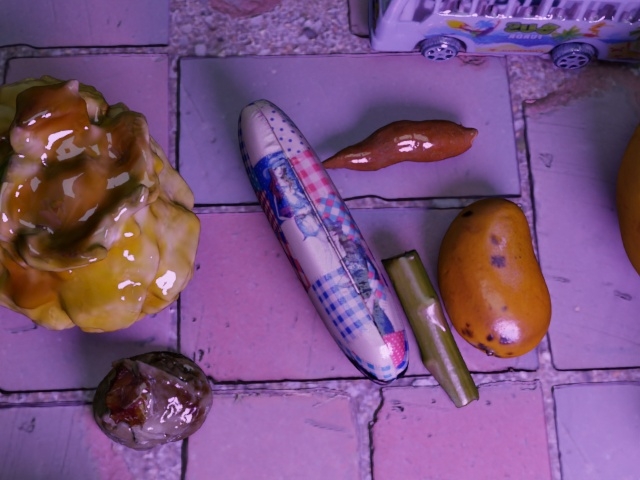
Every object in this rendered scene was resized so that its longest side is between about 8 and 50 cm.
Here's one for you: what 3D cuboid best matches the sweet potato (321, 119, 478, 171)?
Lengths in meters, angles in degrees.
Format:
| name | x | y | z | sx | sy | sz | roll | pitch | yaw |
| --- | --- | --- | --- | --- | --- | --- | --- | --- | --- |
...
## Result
| name | x | y | z | sx | sy | sz | roll | pitch | yaw |
| --- | --- | --- | --- | --- | --- | --- | --- | --- | --- |
| sweet potato | 0.083 | -0.106 | 0.999 | 0.195 | 0.056 | 0.056 | -12 | 75 | -1 |

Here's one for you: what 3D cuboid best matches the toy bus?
| name | x | y | z | sx | sy | sz | roll | pitch | yaw |
| --- | --- | --- | --- | --- | --- | --- | --- | --- | --- |
| toy bus | 0.223 | -0.274 | 1.005 | 0.330 | 0.136 | 0.109 | 2 | 72 | -3 |

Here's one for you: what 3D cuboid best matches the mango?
| name | x | y | z | sx | sy | sz | roll | pitch | yaw |
| --- | --- | --- | --- | --- | --- | --- | --- | --- | --- |
| mango | 0.181 | 0.038 | 0.942 | 0.115 | 0.090 | 0.178 | -5 | 71 | -16 |

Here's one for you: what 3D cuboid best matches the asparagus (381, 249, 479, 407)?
| name | x | y | z | sx | sy | sz | roll | pitch | yaw |
| --- | --- | --- | --- | --- | --- | --- | --- | --- | --- |
| asparagus | 0.119 | 0.094 | 0.952 | 0.045 | 0.041 | 0.178 | -24 | 90 | 23 |

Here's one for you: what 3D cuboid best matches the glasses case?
| name | x | y | z | sx | sy | sz | roll | pitch | yaw |
| --- | --- | --- | --- | --- | --- | --- | --- | --- | --- |
| glasses case | 0.000 | 0.000 | 0.926 | 0.076 | 0.125 | 0.327 | -26 | 77 | -10 |

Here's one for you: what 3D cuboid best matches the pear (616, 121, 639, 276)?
| name | x | y | z | sx | sy | sz | roll | pitch | yaw |
| --- | --- | --- | --- | --- | --- | --- | --- | --- | --- |
| pear | 0.453 | -0.053 | 0.907 | 0.285 | 0.285 | 0.336 | 45 | 38 | 10 |

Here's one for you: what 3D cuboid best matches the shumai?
| name | x | y | z | sx | sy | sz | roll | pitch | yaw |
| --- | --- | --- | --- | --- | --- | --- | --- | --- | --- |
| shumai | -0.174 | 0.156 | 0.897 | 0.124 | 0.087 | 0.099 | -16 | 74 | -8 |

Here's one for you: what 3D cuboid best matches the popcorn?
| name | x | y | z | sx | sy | sz | roll | pitch | yaw |
| --- | --- | --- | --- | --- | --- | --- | --- | --- | --- |
| popcorn | -0.247 | -0.037 | 0.874 | 0.258 | 0.270 | 0.224 | 12 | 43 | 32 |
